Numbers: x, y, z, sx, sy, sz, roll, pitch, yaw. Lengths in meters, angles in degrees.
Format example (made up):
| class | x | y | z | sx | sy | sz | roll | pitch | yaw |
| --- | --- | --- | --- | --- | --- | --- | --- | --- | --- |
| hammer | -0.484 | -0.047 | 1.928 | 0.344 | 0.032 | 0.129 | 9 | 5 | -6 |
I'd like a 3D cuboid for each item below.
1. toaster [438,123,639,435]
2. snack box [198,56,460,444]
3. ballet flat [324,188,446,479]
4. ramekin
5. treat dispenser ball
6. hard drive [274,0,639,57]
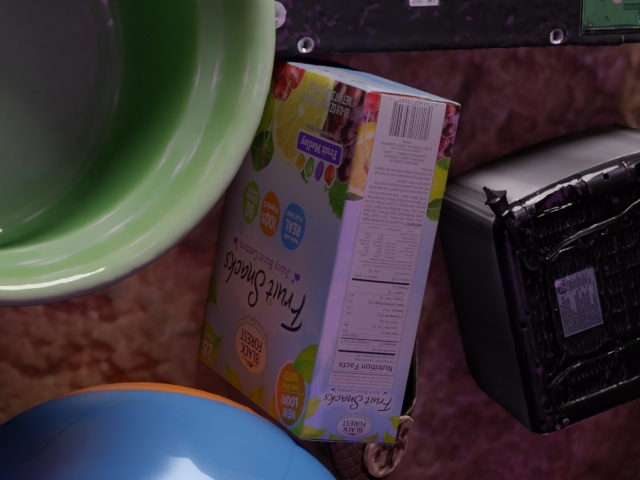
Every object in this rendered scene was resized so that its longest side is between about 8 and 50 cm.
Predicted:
| class | x | y | z | sx | sy | sz | roll | pitch | yaw |
| --- | --- | --- | --- | --- | --- | --- | --- | --- | --- |
| toaster | 0.176 | 0.015 | 1.304 | 0.168 | 0.110 | 0.185 | -20 | 110 | -19 |
| snack box | 0.000 | 0.000 | 1.187 | 0.070 | 0.174 | 0.207 | 5 | 100 | -25 |
| ballet flat | 0.046 | 0.044 | 1.271 | 0.084 | 0.058 | 0.250 | -10 | 107 | -59 |
| ramekin | -0.190 | -0.113 | 1.029 | 0.303 | 0.148 | 0.303 | 2 | 85 | -27 |
| treat dispenser ball | -0.105 | 0.226 | 1.132 | 0.288 | 0.288 | 0.288 | -6 | 104 | -22 |
| hard drive | 0.075 | -0.238 | 1.226 | 0.339 | 0.064 | 0.237 | -5 | 104 | -22 |
